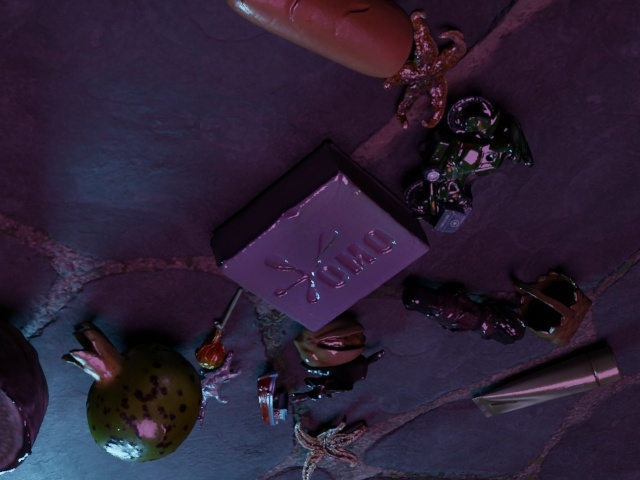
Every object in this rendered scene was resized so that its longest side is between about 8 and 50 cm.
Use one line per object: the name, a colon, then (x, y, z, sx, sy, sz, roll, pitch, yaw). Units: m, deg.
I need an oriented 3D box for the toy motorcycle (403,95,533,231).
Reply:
toy motorcycle: (0.264, -0.129, 1.691, 0.187, 0.125, 0.275, 14, 130, -18)

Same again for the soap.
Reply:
soap: (0.000, 0.000, 1.742, 0.296, 0.107, 0.285, -39, 130, 19)

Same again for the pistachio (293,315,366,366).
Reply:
pistachio: (0.023, 0.203, 1.953, 0.149, 0.113, 0.113, 4, 132, -29)

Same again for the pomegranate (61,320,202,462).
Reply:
pomegranate: (-0.373, 0.299, 1.841, 0.285, 0.231, 0.231, 22, 124, -22)

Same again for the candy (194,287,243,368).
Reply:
candy: (-0.192, 0.171, 1.895, 0.060, 0.060, 0.201, 11, 120, -27)

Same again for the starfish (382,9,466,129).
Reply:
starfish: (0.166, -0.280, 1.569, 0.150, 0.053, 0.210, -24, 133, -12)

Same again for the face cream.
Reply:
face cream: (0.536, 0.343, 2.278, 0.341, 0.084, 0.137, -22, 146, 14)

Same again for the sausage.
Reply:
sausage: (-0.006, -0.337, 1.391, 0.304, 0.121, 0.121, 19, 125, -32)

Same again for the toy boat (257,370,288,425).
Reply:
toy boat: (-0.100, 0.332, 2.060, 0.058, 0.069, 0.173, -1, 136, 3)

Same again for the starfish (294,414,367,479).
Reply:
starfish: (0.007, 0.484, 2.259, 0.213, 0.057, 0.238, 25, 118, -26)

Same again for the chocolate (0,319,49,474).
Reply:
chocolate: (-0.615, 0.252, 1.713, 0.303, 0.213, 0.303, 6, 122, 10)

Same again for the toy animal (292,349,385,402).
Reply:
toy animal: (0.035, 0.284, 1.999, 0.232, 0.148, 0.085, -17, 105, -48)

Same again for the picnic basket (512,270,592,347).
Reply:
picnic basket: (0.471, 0.128, 2.000, 0.178, 0.128, 0.138, 36, 83, -38)

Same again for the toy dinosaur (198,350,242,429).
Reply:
toy dinosaur: (-0.228, 0.312, 2.018, 0.082, 0.039, 0.209, 11, 118, -23)

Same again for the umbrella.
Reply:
umbrella: (0.298, 0.154, 1.999, 0.326, 0.090, 0.094, 17, 129, -31)
